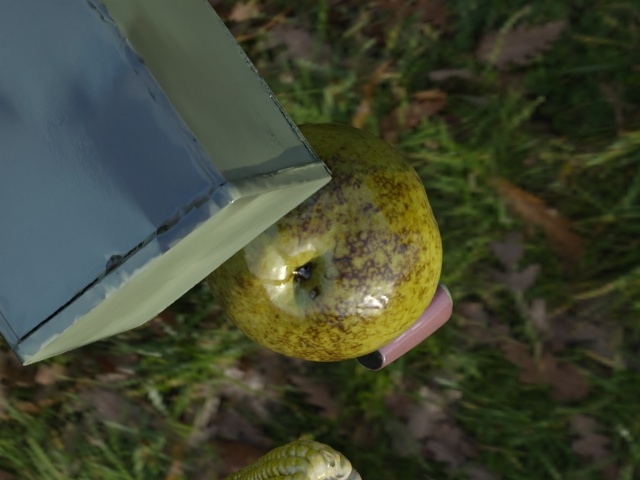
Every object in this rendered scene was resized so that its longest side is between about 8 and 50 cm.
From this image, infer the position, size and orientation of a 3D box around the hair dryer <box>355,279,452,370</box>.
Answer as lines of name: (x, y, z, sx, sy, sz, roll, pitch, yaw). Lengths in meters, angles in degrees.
hair dryer: (0.035, 0.045, 1.675, 0.154, 0.054, 0.106, 40, 50, 21)

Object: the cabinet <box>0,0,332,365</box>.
cabinet: (-0.127, -0.069, 0.936, 0.145, 0.150, 0.206, -37, 83, 19)

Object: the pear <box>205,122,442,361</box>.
pear: (0.000, 0.000, 1.445, 0.197, 0.197, 0.197, 0, 90, -20)

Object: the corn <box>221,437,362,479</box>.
corn: (-0.032, 0.172, 1.070, 0.085, 0.165, 0.063, 48, 51, -9)
